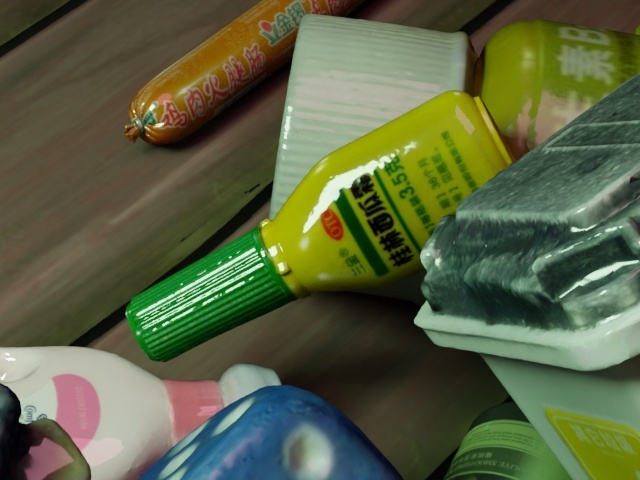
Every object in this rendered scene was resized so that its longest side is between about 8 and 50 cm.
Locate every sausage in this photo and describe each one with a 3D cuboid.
[{"bbox_3d":[-0.036,-0.168,1.555,0.053,0.053,0.348,33,50,21],"label":"sausage"}]

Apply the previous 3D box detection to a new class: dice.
[{"bbox_3d":[-0.036,0.181,1.128,0.146,0.143,0.146,50,57,-8],"label":"dice"}]

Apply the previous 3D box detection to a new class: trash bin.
[{"bbox_3d":[0.272,0.079,1.122,0.296,0.256,0.367,-36,103,-18],"label":"trash bin"}]

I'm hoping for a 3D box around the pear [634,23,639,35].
[{"bbox_3d":[0.326,-0.148,1.528,0.162,0.149,0.149,21,47,4],"label":"pear"}]

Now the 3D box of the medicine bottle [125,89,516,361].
[{"bbox_3d":[0.000,0.000,1.219,0.261,0.095,0.064,-27,19,8],"label":"medicine bottle"}]

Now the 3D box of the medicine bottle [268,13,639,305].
[{"bbox_3d":[0.163,-0.038,1.346,0.384,0.224,0.224,8,46,0],"label":"medicine bottle"}]

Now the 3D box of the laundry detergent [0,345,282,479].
[{"bbox_3d":[-0.189,0.126,1.228,0.335,0.088,0.159,-3,46,-14],"label":"laundry detergent"}]

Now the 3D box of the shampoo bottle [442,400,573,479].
[{"bbox_3d":[0.089,0.223,1.168,0.101,0.101,0.284,22,47,12],"label":"shampoo bottle"}]

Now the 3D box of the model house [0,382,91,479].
[{"bbox_3d":[-0.218,0.222,0.994,0.284,0.243,0.298,-31,65,-22],"label":"model house"}]
